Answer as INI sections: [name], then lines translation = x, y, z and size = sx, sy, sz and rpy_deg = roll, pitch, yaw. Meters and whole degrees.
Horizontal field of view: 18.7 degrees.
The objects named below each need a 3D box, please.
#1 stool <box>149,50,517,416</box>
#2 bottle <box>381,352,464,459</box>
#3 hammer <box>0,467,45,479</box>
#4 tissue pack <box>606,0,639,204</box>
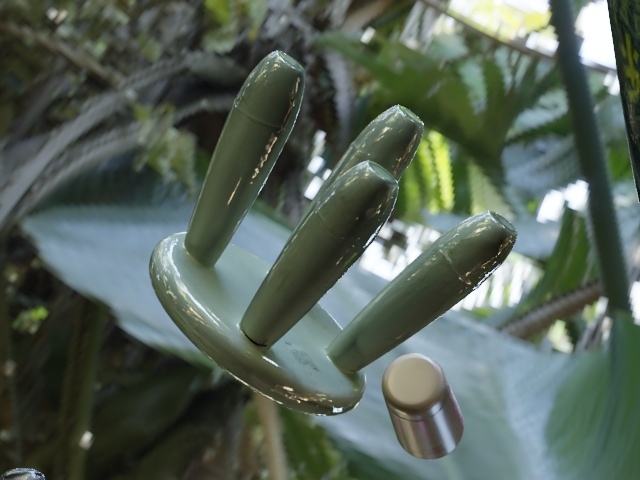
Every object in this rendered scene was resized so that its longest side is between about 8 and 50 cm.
[stool]
translation = 0.000, 0.000, 1.453
size = 0.195, 0.195, 0.198
rpy_deg = 17, -63, -44
[bottle]
translation = 0.064, 0.105, 1.223
size = 0.045, 0.045, 0.096
rpy_deg = 10, -20, 14
[hammer]
translation = -0.248, 0.412, 1.715
size = 0.152, 0.044, 0.427
rpy_deg = -7, -85, 14
[tissue pack]
translation = 0.213, -0.137, 1.031
size = 0.081, 0.185, 0.257
rpy_deg = -12, -82, -12
